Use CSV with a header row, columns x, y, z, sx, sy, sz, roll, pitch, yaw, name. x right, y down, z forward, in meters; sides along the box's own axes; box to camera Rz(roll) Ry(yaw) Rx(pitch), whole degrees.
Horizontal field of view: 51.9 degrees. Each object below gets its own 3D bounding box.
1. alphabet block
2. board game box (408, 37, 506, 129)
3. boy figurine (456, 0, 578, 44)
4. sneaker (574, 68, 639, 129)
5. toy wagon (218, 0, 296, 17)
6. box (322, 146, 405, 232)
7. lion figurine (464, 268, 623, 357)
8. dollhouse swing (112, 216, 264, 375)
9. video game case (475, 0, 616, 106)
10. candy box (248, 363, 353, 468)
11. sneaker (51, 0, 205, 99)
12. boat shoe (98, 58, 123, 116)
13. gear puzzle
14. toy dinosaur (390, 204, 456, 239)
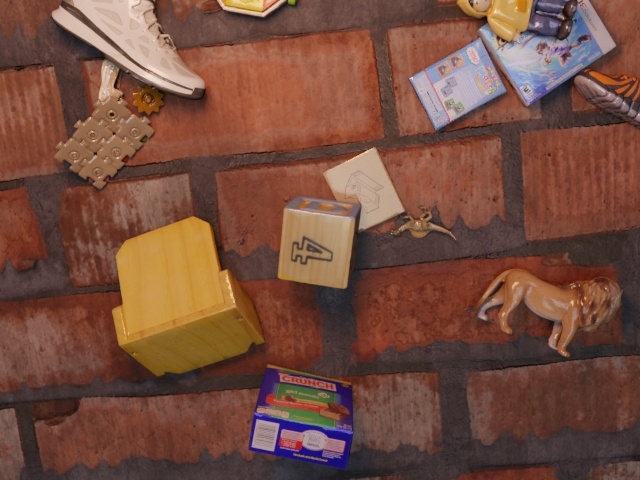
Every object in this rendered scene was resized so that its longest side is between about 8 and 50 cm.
x,y,z,sx,sy,sz,roll,pitch,yaw,name
0.000,0.000,1.790,0.193,0.192,0.197,9,106,9,alphabet block
0.367,-0.419,1.770,0.211,0.039,0.160,-28,100,9,board game box
0.487,-0.589,1.645,0.285,0.092,0.177,14,103,-1,boy figurine
0.829,-0.410,1.721,0.321,0.124,0.180,24,98,-14,sneaker
-0.175,-0.765,1.706,0.267,0.068,0.344,10,103,0,toy wagon
0.123,-0.137,1.852,0.164,0.021,0.201,-25,100,8,box
0.624,0.167,1.836,0.392,0.142,0.240,21,95,2,lion figurine
-0.391,0.163,1.921,0.346,0.305,0.315,-20,142,6,dollhouse swing
0.588,-0.530,1.725,0.269,0.061,0.244,-35,97,9,video game case
-0.046,0.484,1.842,0.268,0.317,0.122,11,101,-1,candy box
-0.457,-0.569,1.710,0.447,0.169,0.257,33,103,-2,sneaker
-0.570,-0.409,1.804,0.059,0.063,0.170,8,106,-1,boat shoe
-0.569,-0.310,1.815,0.339,0.044,0.175,-44,126,10,gear puzzle
0.291,-0.048,1.857,0.183,0.053,0.093,1,118,10,toy dinosaur
